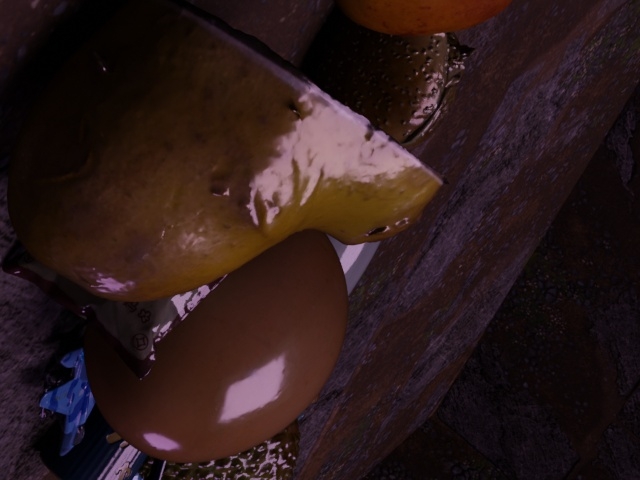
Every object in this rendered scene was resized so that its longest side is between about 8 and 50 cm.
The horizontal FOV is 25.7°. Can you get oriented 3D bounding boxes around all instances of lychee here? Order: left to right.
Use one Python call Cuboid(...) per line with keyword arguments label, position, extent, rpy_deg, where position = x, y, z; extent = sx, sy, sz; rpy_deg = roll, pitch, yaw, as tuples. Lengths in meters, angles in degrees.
Cuboid(label="lychee", position=(-0.151, 0.294, 2.188), extent=(0.320, 0.270, 0.270), rpy_deg=(20, 113, -37))

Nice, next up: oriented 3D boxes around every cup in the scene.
Cuboid(label="cup", position=(-0.285, 0.288, 1.995), extent=(0.176, 0.131, 0.155), rpy_deg=(36, 90, -36))

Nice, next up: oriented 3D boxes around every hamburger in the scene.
Cuboid(label="hamburger", position=(0.077, -0.210, 1.792), extent=(0.122, 0.189, 0.215), rpy_deg=(0, 131, -57))

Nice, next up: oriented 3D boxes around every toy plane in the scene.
Cuboid(label="toy plane", position=(-0.322, 0.204, 1.848), extent=(0.169, 0.078, 0.246), rpy_deg=(-34, 164, -43))

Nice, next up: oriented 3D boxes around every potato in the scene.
Cuboid(label="potato", position=(-0.113, -0.053, 1.397), extent=(0.397, 0.290, 0.296), rpy_deg=(33, 91, -42))

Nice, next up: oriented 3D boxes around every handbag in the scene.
Cuboid(label="handbag", position=(-0.189, 0.013, 1.525), extent=(0.235, 0.213, 0.127), rpy_deg=(-44, 151, -23))

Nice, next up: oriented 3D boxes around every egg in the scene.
Cuboid(label="egg", position=(-0.125, 0.104, 1.708), extent=(0.374, 0.301, 0.301), rpy_deg=(-60, 172, -35))

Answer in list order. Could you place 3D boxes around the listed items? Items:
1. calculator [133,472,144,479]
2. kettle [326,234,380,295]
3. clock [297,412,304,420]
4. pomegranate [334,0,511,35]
Cuboid(label="calculator", position=(-0.342, 0.454, 2.387), extent=(0.173, 0.051, 0.293), rpy_deg=(-48, 164, -11))
Cuboid(label="kettle", position=(0.000, 0.000, 2.122), extent=(0.236, 0.161, 0.221), rpy_deg=(-58, 180, 17))
Cuboid(label="clock", position=(-0.139, 0.336, 2.579), extent=(0.262, 0.116, 0.231), rpy_deg=(-41, 167, -23))
Cuboid(label="pomegranate", position=(0.104, -0.346, 1.465), extent=(0.264, 0.264, 0.264), rpy_deg=(-45, 163, -18))
